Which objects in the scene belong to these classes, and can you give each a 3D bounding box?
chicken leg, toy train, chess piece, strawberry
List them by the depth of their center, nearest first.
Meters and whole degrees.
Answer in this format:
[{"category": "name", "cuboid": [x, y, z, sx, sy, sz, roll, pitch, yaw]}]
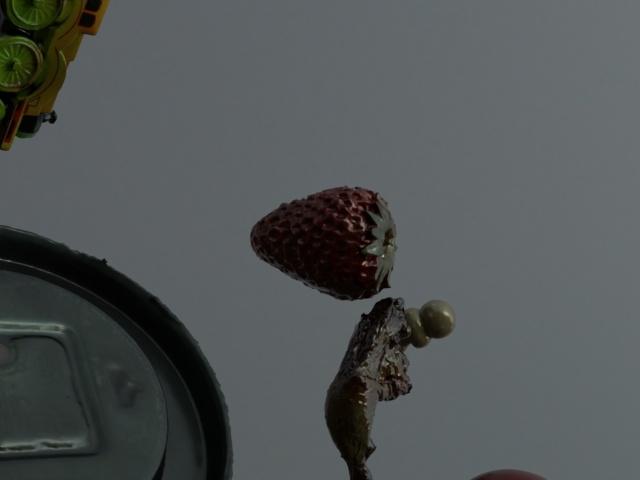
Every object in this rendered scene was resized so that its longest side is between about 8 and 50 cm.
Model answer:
[{"category": "toy train", "cuboid": [-0.412, -0.263, 1.245, 0.160, 0.100, 0.296, 5, -55, -46]}, {"category": "chicken leg", "cuboid": [0.078, 0.240, 1.384, 0.082, 0.323, 0.177, 0, -35, 40]}, {"category": "strawberry", "cuboid": [0.000, 0.000, 1.491, 0.244, 0.205, 0.205, 2, -47, 19]}, {"category": "chess piece", "cuboid": [0.151, 0.153, 1.527, 0.170, 0.094, 0.094, -26, -54, 13]}]

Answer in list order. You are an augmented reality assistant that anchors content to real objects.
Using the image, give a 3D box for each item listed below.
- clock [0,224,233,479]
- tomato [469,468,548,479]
[{"category": "clock", "cuboid": [-0.213, 0.115, 0.588, 0.318, 0.319, 0.066, 23, -58, -16]}, {"category": "tomato", "cuboid": [0.246, 0.378, 1.140, 0.195, 0.136, 0.195, 6, -51, 7]}]
